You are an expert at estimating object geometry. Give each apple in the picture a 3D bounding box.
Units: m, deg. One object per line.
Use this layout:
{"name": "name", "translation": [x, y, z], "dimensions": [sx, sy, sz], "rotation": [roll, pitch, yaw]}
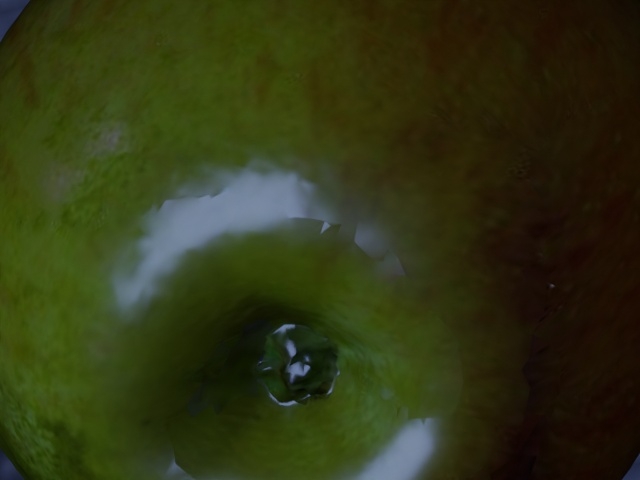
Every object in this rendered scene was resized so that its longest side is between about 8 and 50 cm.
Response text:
{"name": "apple", "translation": [0.000, 0.000, 0.457], "dimensions": [0.196, 0.196, 0.196], "rotation": [3, 102, 17]}
